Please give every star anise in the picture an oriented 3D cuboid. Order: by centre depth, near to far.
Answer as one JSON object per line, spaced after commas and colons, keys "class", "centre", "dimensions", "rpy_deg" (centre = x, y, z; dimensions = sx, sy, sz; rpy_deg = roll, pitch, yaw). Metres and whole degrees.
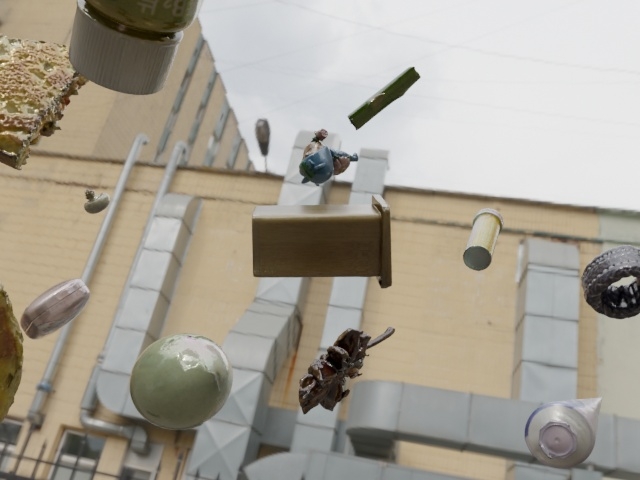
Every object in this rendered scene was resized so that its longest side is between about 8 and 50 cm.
{"class": "star anise", "centre": [0.037, 0.219, 1.097], "dimensions": [0.073, 0.177, 0.234], "rpy_deg": [40, 11, 27]}

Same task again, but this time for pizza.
{"class": "pizza", "centre": [-0.738, -0.387, 1.630], "dimensions": [0.439, 0.406, 0.130], "rpy_deg": [53, -33, 13]}

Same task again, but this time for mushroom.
{"class": "mushroom", "centre": [-0.703, -0.127, 1.996], "dimensions": [0.085, 0.085, 0.079], "rpy_deg": [-13, -66, 42]}

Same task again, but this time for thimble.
{"class": "thimble", "centre": [0.452, 0.064, 0.959], "dimensions": [0.095, 0.066, 0.104], "rpy_deg": [35, -51, -16]}

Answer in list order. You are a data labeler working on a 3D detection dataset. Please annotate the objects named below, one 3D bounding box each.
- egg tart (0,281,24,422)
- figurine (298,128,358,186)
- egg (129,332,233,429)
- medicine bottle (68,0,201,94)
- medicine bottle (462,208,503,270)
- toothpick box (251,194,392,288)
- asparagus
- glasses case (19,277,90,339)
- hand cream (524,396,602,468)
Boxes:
{"class": "egg tart", "centre": [-0.598, 0.202, 0.902], "dimensions": [0.169, 0.387, 0.387], "rpy_deg": [15, -24, 16]}
{"class": "figurine", "centre": [0.012, -0.233, 1.777], "dimensions": [0.178, 0.144, 0.114], "rpy_deg": [-17, -1, -36]}
{"class": "egg", "centre": [-0.257, 0.268, 1.217], "dimensions": [0.183, 0.183, 0.217], "rpy_deg": [32, -27, -34]}
{"class": "medicine bottle", "centre": [-0.319, -0.473, 1.141], "dimensions": [0.225, 0.224, 0.384], "rpy_deg": [20, -56, -14]}
{"class": "medicine bottle", "centre": [0.375, -0.003, 1.473], "dimensions": [0.074, 0.218, 0.073], "rpy_deg": [8, -65, 18]}
{"class": "toothpick box", "centre": [0.000, 0.000, 1.477], "dimensions": [0.309, 0.190, 0.187], "rpy_deg": [-1, 14, -3]}
{"class": "asparagus", "centre": [0.135, -0.304, 1.364], "dimensions": [0.178, 0.041, 0.045], "rpy_deg": [-36, -38, 15]}
{"class": "glasses case", "centre": [-0.521, 0.136, 1.249], "dimensions": [0.075, 0.113, 0.297], "rpy_deg": [55, -30, -7]}
{"class": "hand cream", "centre": [0.211, 0.165, 0.564], "dimensions": [0.084, 0.053, 0.142], "rpy_deg": [-37, -18, 14]}
